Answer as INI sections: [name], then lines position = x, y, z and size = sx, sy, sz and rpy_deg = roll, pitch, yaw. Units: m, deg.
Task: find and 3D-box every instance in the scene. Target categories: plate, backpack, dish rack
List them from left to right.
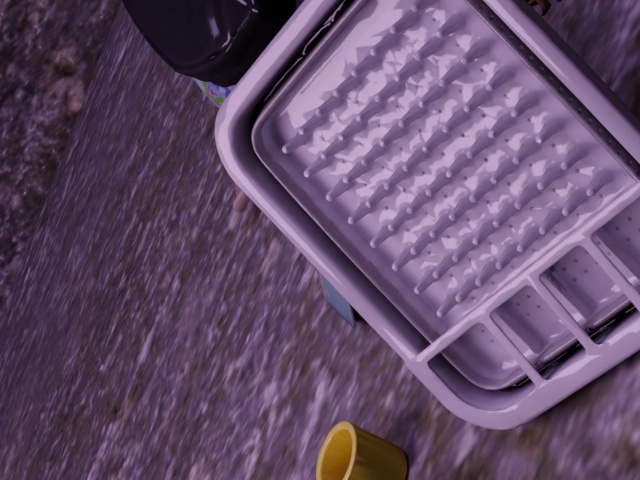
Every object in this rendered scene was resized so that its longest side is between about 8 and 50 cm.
[backpack]
position = -0.001, -0.213, 1.183
size = 0.290, 0.355, 0.273
rpy_deg = 54, 136, 38
[plate]
position = 0.000, 0.000, 1.277
size = 0.188, 0.024, 0.188
rpy_deg = 165, 90, -88
[dish rack]
position = 0.104, -0.046, 0.918
size = 0.285, 0.333, 0.072
rpy_deg = -44, -1, 43

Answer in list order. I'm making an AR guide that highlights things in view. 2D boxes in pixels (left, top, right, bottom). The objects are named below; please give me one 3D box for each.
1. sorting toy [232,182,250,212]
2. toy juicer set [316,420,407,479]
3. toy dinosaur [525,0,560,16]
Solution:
[sorting toy]
position = -0.064, -0.159, 1.693
size = 0.193, 0.038, 0.208
rpy_deg = -57, 21, 28
[toy juicer set]
position = 0.040, 0.291, 1.008
size = 0.209, 0.089, 0.329
rpy_deg = -67, 23, 6
[toy dinosaur]
position = 0.097, -0.086, 1.027
size = 0.322, 0.218, 0.164
rpy_deg = -32, 42, 55
